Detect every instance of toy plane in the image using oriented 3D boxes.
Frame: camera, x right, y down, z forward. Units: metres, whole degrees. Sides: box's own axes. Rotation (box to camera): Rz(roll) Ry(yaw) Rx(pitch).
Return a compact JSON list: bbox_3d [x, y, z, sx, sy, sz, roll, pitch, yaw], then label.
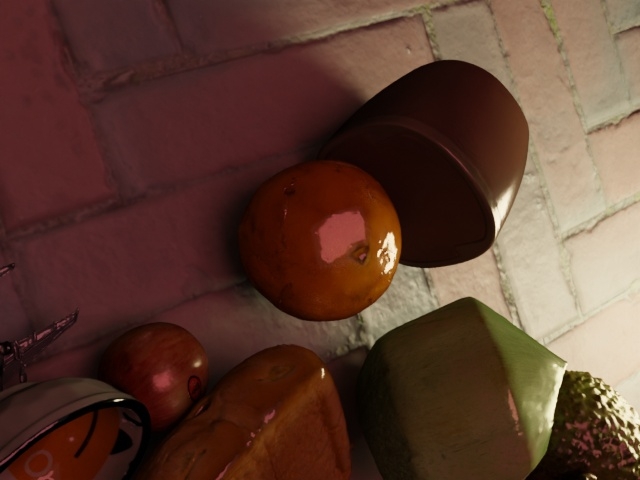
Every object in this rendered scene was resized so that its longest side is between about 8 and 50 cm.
[{"bbox_3d":[-0.407,0.135,1.144,0.226,0.058,0.226,-5,88,-20],"label":"toy plane"}]

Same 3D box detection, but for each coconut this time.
[{"bbox_3d":[0.220,0.241,1.417,0.328,0.328,0.281,-38,116,-32],"label":"coconut"}]

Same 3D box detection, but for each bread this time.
[{"bbox_3d":[-0.100,0.318,1.245,0.328,0.148,0.337,-51,146,-30],"label":"bread"}]

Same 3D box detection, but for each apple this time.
[{"bbox_3d":[-0.216,0.175,1.226,0.131,0.146,0.146,-38,107,-38],"label":"apple"}]

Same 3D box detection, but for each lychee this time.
[{"bbox_3d":[0.421,0.354,1.585,0.270,0.320,0.270,-3,104,-12],"label":"lychee"}]

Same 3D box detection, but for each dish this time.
[{"bbox_3d":[-0.345,0.259,1.099,0.303,0.120,0.303,-37,152,-24],"label":"dish"}]

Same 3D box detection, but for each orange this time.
[{"bbox_3d":[0.000,0.000,1.351,0.240,0.240,0.240,4,83,-36],"label":"orange"}]

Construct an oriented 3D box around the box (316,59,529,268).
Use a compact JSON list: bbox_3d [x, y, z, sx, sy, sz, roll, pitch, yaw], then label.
[{"bbox_3d":[0.173,-0.128,1.450,0.301,0.301,0.216,51,56,-21],"label":"box"}]
